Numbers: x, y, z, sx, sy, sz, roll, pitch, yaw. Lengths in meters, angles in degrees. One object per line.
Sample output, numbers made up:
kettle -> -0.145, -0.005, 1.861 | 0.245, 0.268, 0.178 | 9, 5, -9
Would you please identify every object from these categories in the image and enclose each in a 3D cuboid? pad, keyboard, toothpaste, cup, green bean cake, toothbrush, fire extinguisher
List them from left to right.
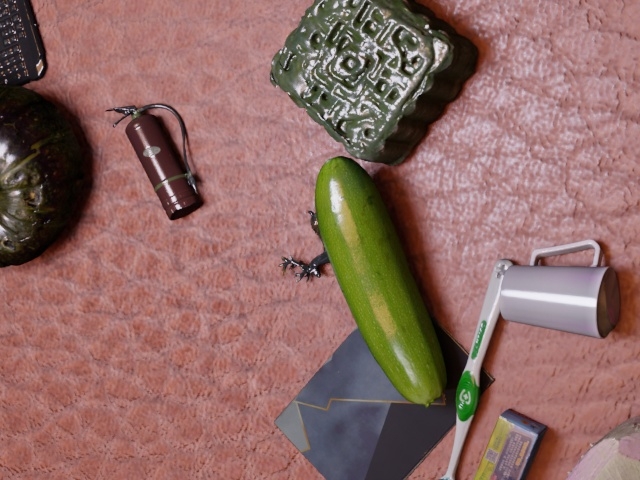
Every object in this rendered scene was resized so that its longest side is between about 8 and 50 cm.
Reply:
keyboard -> -0.423, -0.321, 1.717 | 0.106, 0.016, 0.262 | -18, 87, 25
fire extinguisher -> -0.192, -0.106, 1.620 | 0.078, 0.045, 0.157 | -27, 82, -4
green bean cake -> 0.054, -0.193, 1.467 | 0.181, 0.094, 0.173 | 45, 112, 16
pad -> 0.069, 0.187, 1.546 | 0.163, 0.004, 0.243 | 45, 111, 15
toothbrush -> 0.167, 0.165, 1.485 | 0.030, 0.030, 0.304 | 18, 100, 22
toothpaste -> 0.181, 0.279, 1.480 | 0.070, 0.044, 0.193 | 25, 104, 20
cup -> 0.257, 0.047, 1.417 | 0.116, 0.074, 0.104 | 6, 74, 29

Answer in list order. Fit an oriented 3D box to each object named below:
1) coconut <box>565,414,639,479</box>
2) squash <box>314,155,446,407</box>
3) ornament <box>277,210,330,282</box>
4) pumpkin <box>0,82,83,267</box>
coconut -> 0.341, 0.282, 1.304 | 0.227, 0.230, 0.227 | 3, 97, 26
squash -> 0.063, 0.046, 1.478 | 0.082, 0.082, 0.293 | -20, 96, 25
ornament -> 0.000, 0.000, 1.547 | 0.125, 0.028, 0.073 | -33, 82, 22
pumpkin -> -0.411, -0.080, 1.645 | 0.237, 0.159, 0.238 | 1, 103, 5
